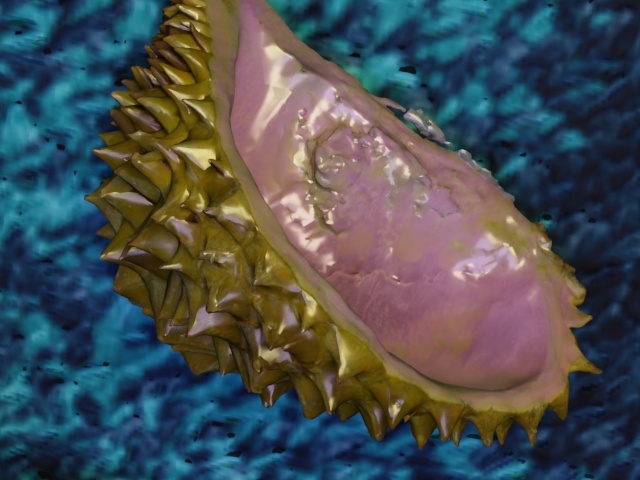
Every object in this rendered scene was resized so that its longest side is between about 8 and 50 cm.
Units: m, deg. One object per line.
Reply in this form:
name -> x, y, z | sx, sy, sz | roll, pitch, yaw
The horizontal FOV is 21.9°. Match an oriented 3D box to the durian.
durian -> -0.001, -0.001, 0.600 | 0.132, 0.165, 0.182 | -48, 132, -9
